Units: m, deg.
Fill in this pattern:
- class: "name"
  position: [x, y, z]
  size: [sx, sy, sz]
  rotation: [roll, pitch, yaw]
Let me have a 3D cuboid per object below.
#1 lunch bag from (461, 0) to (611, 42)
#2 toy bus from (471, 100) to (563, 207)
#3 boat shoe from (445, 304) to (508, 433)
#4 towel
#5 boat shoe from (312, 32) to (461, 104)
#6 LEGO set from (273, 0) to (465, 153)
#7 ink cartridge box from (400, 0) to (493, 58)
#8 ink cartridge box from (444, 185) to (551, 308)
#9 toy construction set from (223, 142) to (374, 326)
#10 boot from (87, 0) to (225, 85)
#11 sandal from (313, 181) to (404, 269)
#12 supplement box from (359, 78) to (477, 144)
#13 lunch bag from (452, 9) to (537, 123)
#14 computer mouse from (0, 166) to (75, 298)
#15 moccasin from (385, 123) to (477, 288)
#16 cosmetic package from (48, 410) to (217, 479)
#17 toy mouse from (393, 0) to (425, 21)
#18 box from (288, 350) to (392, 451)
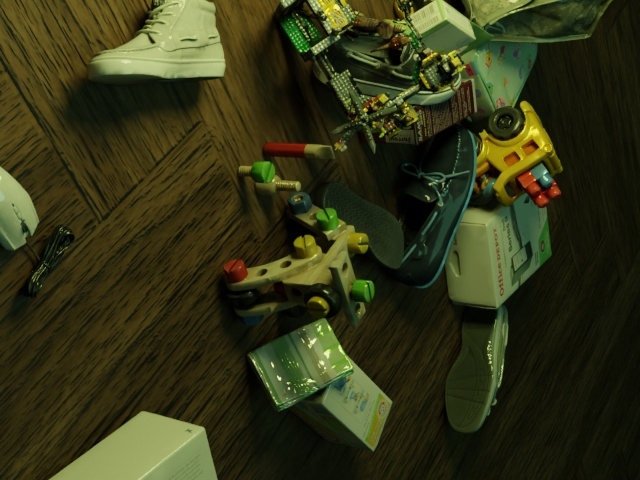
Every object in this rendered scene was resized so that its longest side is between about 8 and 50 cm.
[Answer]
- class: "lunch bag"
  position: [0.409, -0.532, 1.959]
  size: [0.287, 0.169, 0.235]
  rotation: [-9, 64, -14]
- class: "toy bus"
  position: [0.397, -0.146, 2.024]
  size: [0.149, 0.220, 0.211]
  rotation: [39, 21, -58]
- class: "boat shoe"
  position: [0.365, 0.282, 2.183]
  size: [0.103, 0.118, 0.320]
  rotation: [31, 63, -46]
- class: "towel"
  position: [-0.032, 0.204, 1.612]
  size: [0.152, 0.023, 0.113]
  rotation: [-25, 74, -18]
- class: "boat shoe"
  position: [0.136, -0.318, 1.708]
  size: [0.301, 0.102, 0.108]
  rotation: [4, 51, -28]
- class: "LEGO set"
  position: [0.078, -0.319, 1.517]
  size: [0.255, 0.192, 0.331]
  rotation: [-25, 99, -3]
- class: "ink cartridge box"
  position: [0.219, -0.365, 1.849]
  size: [0.235, 0.171, 0.056]
  rotation: [15, 54, -53]
- class: "ink cartridge box"
  position: [0.401, -0.001, 2.181]
  size: [0.289, 0.122, 0.211]
  rotation: [-35, 122, -45]
- class: "toy construction set"
  position: [0.000, 0.000, 1.548]
  size: [0.257, 0.237, 0.308]
  rotation: [-17, 108, -51]
- class: "boot"
  position: [-0.230, -0.282, 1.337]
  size: [0.258, 0.095, 0.123]
  rotation: [-19, 104, -60]
- class: "sandal"
  position: [0.073, -0.032, 1.803]
  size: [0.254, 0.054, 0.097]
  rotation: [40, 62, -36]
- class: "supplement box"
  position: [0.188, -0.250, 1.855]
  size: [0.239, 0.130, 0.073]
  rotation: [-33, 120, -48]
- class: "lunch bag"
  position: [0.372, -0.396, 2.101]
  size: [0.279, 0.108, 0.224]
  rotation: [-59, 138, -30]
- class: "computer mouse"
  position: [-0.381, -0.025, 1.197]
  size: [0.106, 0.042, 0.193]
  rotation: [-57, 136, -30]
- class: "moccasin"
  position: [0.218, -0.077, 1.916]
  size: [0.117, 0.138, 0.341]
  rotation: [20, 79, -32]
- class: "cosmetic package"
  position: [-0.256, 0.398, 1.344]
  size: [0.224, 0.138, 0.224]
  rotation: [-34, 122, -46]
- class: "toy mouse"
  position: [0.191, -0.461, 1.911]
  size: [0.143, 0.031, 0.161]
  rotation: [-38, 124, -44]
- class: "box"
  position: [0.025, 0.282, 1.724]
  size: [0.203, 0.114, 0.103]
  rotation: [49, 56, -43]
